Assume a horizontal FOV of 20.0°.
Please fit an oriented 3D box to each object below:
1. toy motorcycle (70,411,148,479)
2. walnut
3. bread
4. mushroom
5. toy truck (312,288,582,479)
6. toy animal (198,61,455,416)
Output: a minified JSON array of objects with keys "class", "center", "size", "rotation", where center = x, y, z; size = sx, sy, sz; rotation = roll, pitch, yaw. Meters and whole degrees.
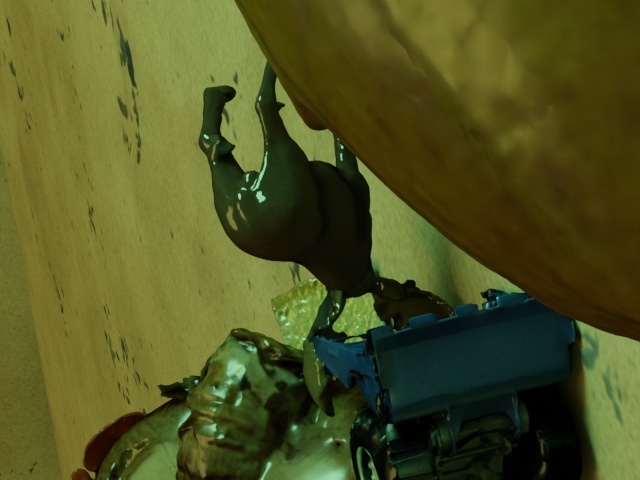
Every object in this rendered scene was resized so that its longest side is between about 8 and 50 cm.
[{"class":"toy motorcycle","center":[-0.149,0.289,1.864],"size":[0.221,0.148,0.326],"rotation":[57,171,-15]},{"class":"walnut","center":[0.086,-0.089,0.600],"size":[0.336,0.209,0.209],"rotation":[60,162,9]},{"class":"bread","center":[0.027,0.065,1.254],"size":[0.109,0.080,0.084],"rotation":[8,-117,-68]},{"class":"mushroom","center":[-0.028,0.194,1.155],"size":[0.297,0.163,0.278],"rotation":[9,94,40]},{"class":"toy truck","center":[0.069,0.106,0.967],"size":[0.126,0.113,0.208],"rotation":[-126,27,-56]},{"class":"toy animal","center":[0.000,0.000,1.024],"size":[0.214,0.094,0.186],"rotation":[16,-124,-66]}]
